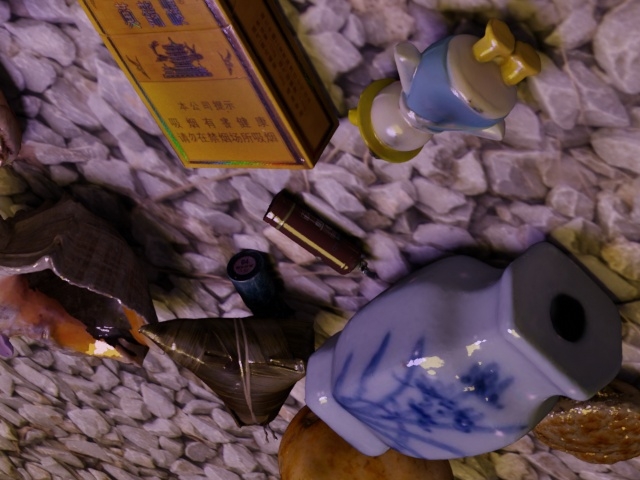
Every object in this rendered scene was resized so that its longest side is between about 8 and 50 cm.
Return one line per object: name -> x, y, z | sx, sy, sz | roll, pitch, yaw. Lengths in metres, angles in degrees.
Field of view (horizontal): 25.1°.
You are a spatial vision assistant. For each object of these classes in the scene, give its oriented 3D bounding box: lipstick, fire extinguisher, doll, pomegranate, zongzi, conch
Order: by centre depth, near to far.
doll -> 0.118, -0.146, 1.489 | 0.135, 0.099, 0.241 | 2, 166, -37
fire extinguisher -> 0.000, 0.000, 1.822 | 0.158, 0.043, 0.064 | 36, 176, -9
zongzi -> -0.148, 0.180, 1.990 | 0.241, 0.111, 0.248 | 8, 148, -12
conch -> -0.360, 0.041, 2.016 | 0.352, 0.210, 0.297 | 18, 162, -29
lipstick -> -0.073, 0.106, 2.017 | 0.053, 0.053, 0.234 | 11, 145, 25
pomegranate -> 0.067, 0.336, 2.047 | 0.260, 0.260, 0.260 | 20, 146, 14

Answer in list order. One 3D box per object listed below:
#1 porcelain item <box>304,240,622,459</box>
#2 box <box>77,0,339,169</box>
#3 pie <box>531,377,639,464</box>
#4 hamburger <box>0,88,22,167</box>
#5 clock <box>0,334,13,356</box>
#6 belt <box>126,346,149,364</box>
porcelain item -> 0.162, 0.149, 1.775 | 0.242, 0.178, 0.405 | 42, 140, -18
box -> -0.129, -0.212, 1.593 | 0.192, 0.084, 0.301 | 2, 138, 35
pie -> 0.354, 0.231, 1.840 | 0.163, 0.079, 0.193 | 41, 143, -26
hamburger -> -0.527, -0.178, 1.886 | 0.286, 0.146, 0.243 | 41, 152, -30
clock -> -0.577, 0.142, 2.434 | 0.152, 0.050, 0.110 | 1, 138, 36
belt -> -0.303, 0.168, 2.279 | 0.059, 0.036, 0.083 | 28, 149, -1
